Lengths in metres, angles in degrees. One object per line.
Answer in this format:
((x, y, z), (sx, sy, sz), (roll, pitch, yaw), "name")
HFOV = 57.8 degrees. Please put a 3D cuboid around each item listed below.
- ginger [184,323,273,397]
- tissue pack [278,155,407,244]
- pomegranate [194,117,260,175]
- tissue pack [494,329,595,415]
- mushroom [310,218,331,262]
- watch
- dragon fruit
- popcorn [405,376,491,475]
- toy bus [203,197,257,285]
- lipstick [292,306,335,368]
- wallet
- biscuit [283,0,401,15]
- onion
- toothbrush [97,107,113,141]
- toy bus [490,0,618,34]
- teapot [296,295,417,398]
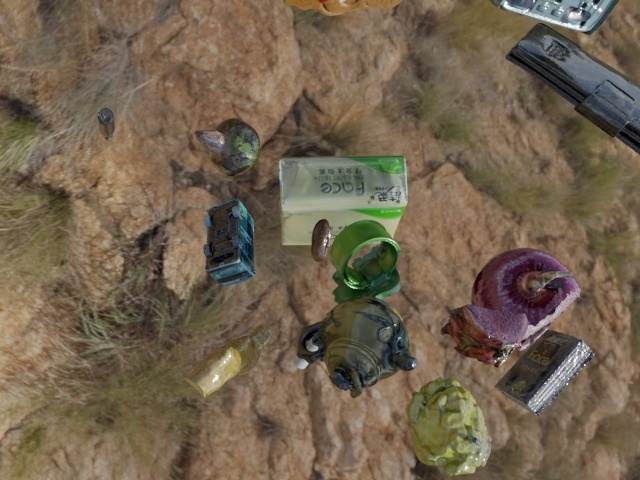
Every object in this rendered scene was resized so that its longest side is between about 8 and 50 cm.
((-0.162, 0.220, 1.053), (0.118, 0.065, 0.299), (-55, 172, 7), "ginger")
((0.062, -0.125, 1.929), (0.404, 0.332, 0.206), (-1, 68, -4), "tissue pack")
((-0.226, -0.229, 1.389), (0.163, 0.125, 0.138), (16, 94, -20), "pomegranate")
((0.614, 0.359, 1.601), (0.235, 0.173, 0.073), (-45, 99, -6), "tissue pack")
((0.000, 0.000, 1.619), (0.123, 0.052, 0.123), (8, 90, -82), "mushroom")
((0.082, 0.049, 1.173), (0.165, 0.131, 0.152), (-28, 134, -1), "watch")
((0.298, 0.181, 1.038), (0.147, 0.102, 0.096), (5, 57, -5), "dragon fruit")
((0.224, 0.329, 1.014), (0.173, 0.142, 0.174), (-4, 90, -71), "popcorn")
((-0.277, 0.011, 1.794), (0.147, 0.128, 0.256), (58, 19, -48), "toy bus")
((-0.006, 0.349, 2.056), (0.059, 0.059, 0.264), (20, 115, -40), "lipstick")
((0.428, -0.210, 0.847), (0.317, 0.044, 0.169), (39, 45, 8), "wallet")
((0.070, -0.611, 1.375), (0.333, 0.202, 0.047), (-9, 72, -9), "biscuit")
((0.407, 0.109, 1.193), (0.200, 0.200, 0.207), (29, 100, -38), "onion")
((-0.535, -0.281, 1.451), (0.040, 0.364, 0.041), (-1, 92, -20), "toothbrush")
((0.569, -0.663, 1.457), (0.343, 0.184, 0.200), (4, 43, -27), "toy bus")
((0.062, 0.208, 1.098), (0.183, 0.269, 0.173), (-56, 134, -45), "teapot")
